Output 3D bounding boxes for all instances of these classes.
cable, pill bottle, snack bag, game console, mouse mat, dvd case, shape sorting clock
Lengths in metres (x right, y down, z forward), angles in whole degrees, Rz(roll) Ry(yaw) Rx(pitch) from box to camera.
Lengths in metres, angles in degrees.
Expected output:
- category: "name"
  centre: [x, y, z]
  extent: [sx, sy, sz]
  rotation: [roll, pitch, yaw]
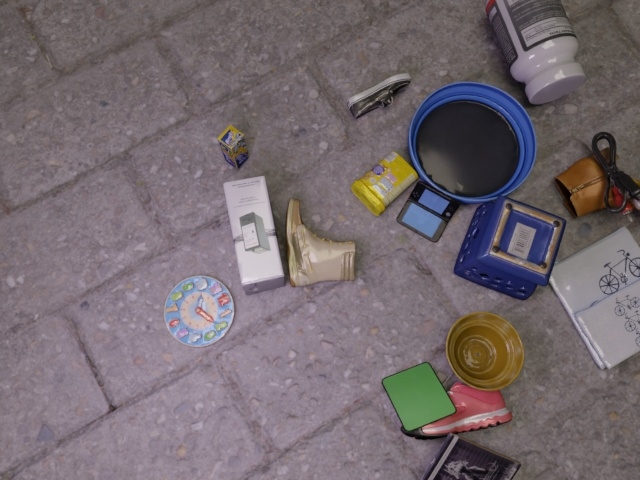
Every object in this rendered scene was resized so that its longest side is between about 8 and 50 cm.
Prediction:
- category: "cable"
  centre: [0.864, -0.182, 1.693]
  extent: [0.139, 0.072, 0.287]
  rotation: [-31, 57, 16]
- category: "pill bottle"
  centre: [0.668, -0.625, 1.791]
  extent: [0.210, 0.210, 0.363]
  rotation: [-16, 78, -4]
- category: "snack bag"
  centre: [0.874, 0.157, 1.701]
  extent: [0.323, 0.037, 0.342]
  rotation: [-26, 79, -6]
- category: "game console"
  centre: [0.322, -0.086, 1.726]
  extent: [0.144, 0.124, 0.085]
  rotation: [30, 52, 5]
- category: "mouse mat"
  centre: [0.268, 0.426, 1.585]
  extent: [0.152, 0.007, 0.190]
  rotation: [-20, 40, -5]
- category: "dvd case"
  centre: [0.401, 0.620, 1.539]
  extent: [0.221, 0.018, 0.164]
  rotation: [25, 102, -10]
- category: "shape sorting clock"
  centre: [-0.352, 0.203, 1.668]
  extent: [0.206, 0.040, 0.206]
  rotation: [0, 77, -1]

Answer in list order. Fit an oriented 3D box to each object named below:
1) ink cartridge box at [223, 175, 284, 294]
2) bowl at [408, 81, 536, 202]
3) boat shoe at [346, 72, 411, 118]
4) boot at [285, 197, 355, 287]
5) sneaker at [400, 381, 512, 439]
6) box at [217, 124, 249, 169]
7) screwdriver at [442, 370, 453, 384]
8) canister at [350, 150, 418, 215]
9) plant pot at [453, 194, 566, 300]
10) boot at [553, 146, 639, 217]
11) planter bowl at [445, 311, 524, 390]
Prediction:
- category: "ink cartridge box"
  centre: [-0.183, -0.008, 1.634]
  extent: [0.121, 0.211, 0.289]
  rotation: [-11, 78, -5]
- category: "bowl"
  centre: [0.461, -0.297, 1.779]
  extent: [0.391, 0.077, 0.391]
  rotation: [0, 77, -1]
- category: "boat shoe"
  centre: [0.193, -0.450, 1.815]
  extent: [0.219, 0.078, 0.070]
  rotation: [-27, 78, 1]
- category: "boot"
  centre: [0.000, 0.000, 1.692]
  extent: [0.203, 0.095, 0.262]
  rotation: [-4, 79, -2]
- category: "sneaker"
  centre: [0.364, 0.467, 1.598]
  extent: [0.313, 0.116, 0.136]
  rotation: [-8, 67, -10]
- category: "box"
  centre: [-0.257, -0.273, 1.714]
  extent: [0.054, 0.169, 0.059]
  rotation: [37, 78, 8]
- category: "screwdriver"
  centre: [0.342, 0.423, 1.636]
  extent: [0.170, 0.024, 0.025]
  rotation: [-45, 53, -9]
- category: "canister"
  centre: [0.196, -0.175, 1.749]
  extent: [0.170, 0.073, 0.126]
  rotation: [-41, 81, -11]
- category: "plant pot"
  centre: [0.545, 0.016, 1.639]
  extent: [0.236, 0.212, 0.236]
  rotation: [22, 77, 3]
- category: "boot"
  centre: [0.866, -0.122, 1.742]
  extent: [0.211, 0.104, 0.295]
  rotation: [-34, 75, -3]
- category: "planter bowl"
  centre: [0.452, 0.316, 1.626]
  extent: [0.217, 0.090, 0.217]
  rotation: [0, 71, -1]
